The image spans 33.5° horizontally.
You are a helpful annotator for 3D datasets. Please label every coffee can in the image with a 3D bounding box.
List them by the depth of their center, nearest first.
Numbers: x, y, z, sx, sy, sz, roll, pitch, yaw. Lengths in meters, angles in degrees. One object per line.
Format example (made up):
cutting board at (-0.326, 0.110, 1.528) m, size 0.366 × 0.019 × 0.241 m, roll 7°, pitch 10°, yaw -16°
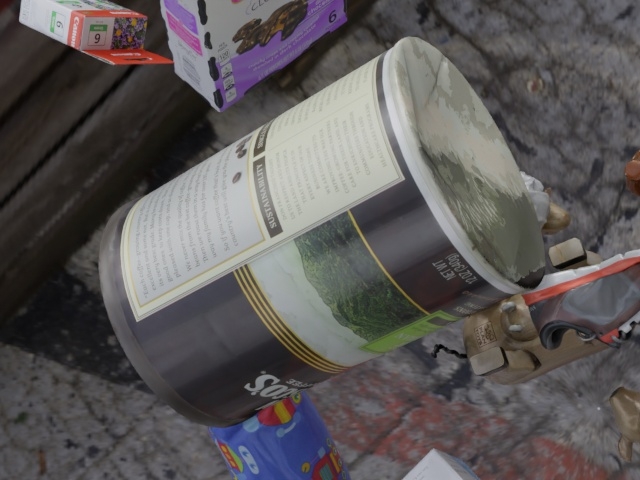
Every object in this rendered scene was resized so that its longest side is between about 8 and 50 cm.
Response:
coffee can at (0.000, 0.000, 0.807) m, size 0.275 × 0.201 × 0.201 m, roll -28°, pitch 75°, yaw 26°

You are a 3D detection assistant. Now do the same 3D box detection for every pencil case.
pencil case at (-0.042, 0.254, 1.163) m, size 0.133 × 0.119 × 0.306 m, roll -10°, pitch 116°, yaw 33°

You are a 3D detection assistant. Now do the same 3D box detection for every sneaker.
sneaker at (0.225, 0.045, 0.773) m, size 0.158 × 0.061 × 0.065 m, roll -20°, pitch 73°, yaw 39°

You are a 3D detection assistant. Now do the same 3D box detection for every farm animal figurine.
farm animal figurine at (0.271, 0.081, 0.970) m, size 0.326 × 0.172 × 0.330 m, roll -5°, pitch 74°, yaw 26°

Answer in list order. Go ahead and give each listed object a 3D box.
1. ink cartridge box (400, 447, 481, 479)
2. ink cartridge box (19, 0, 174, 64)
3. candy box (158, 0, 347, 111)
ink cartridge box at (0.141, 0.253, 0.832) m, size 0.061 × 0.104 × 0.181 m, roll -46°, pitch 65°, yaw 3°
ink cartridge box at (-0.169, -0.163, 0.807) m, size 0.115 × 0.063 × 0.029 m, roll 27°, pitch 115°, yaw 33°
candy box at (-0.059, -0.234, 0.935) m, size 0.165 × 0.196 × 0.070 m, roll -39°, pitch 65°, yaw -18°
